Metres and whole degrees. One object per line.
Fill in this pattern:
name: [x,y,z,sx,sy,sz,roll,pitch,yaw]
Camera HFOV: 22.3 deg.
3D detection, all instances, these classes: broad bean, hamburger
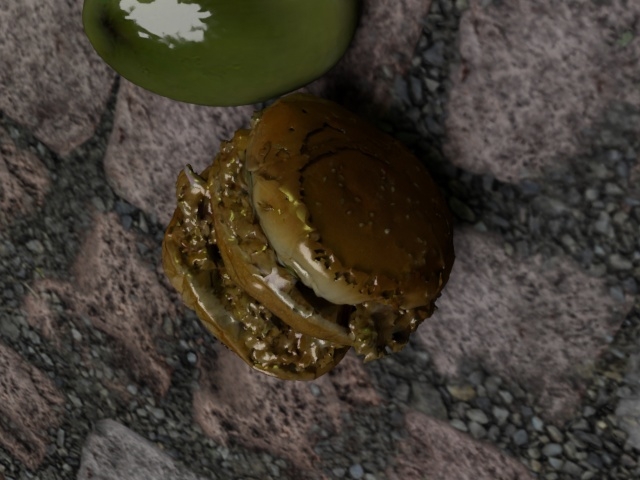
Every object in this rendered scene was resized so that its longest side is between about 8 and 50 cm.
broad bean: [-0.091,-0.204,1.464,0.263,0.121,0.189,0,126,33]
hamburger: [0.001,0.005,1.479,0.211,0.245,0.260,-44,54,43]
